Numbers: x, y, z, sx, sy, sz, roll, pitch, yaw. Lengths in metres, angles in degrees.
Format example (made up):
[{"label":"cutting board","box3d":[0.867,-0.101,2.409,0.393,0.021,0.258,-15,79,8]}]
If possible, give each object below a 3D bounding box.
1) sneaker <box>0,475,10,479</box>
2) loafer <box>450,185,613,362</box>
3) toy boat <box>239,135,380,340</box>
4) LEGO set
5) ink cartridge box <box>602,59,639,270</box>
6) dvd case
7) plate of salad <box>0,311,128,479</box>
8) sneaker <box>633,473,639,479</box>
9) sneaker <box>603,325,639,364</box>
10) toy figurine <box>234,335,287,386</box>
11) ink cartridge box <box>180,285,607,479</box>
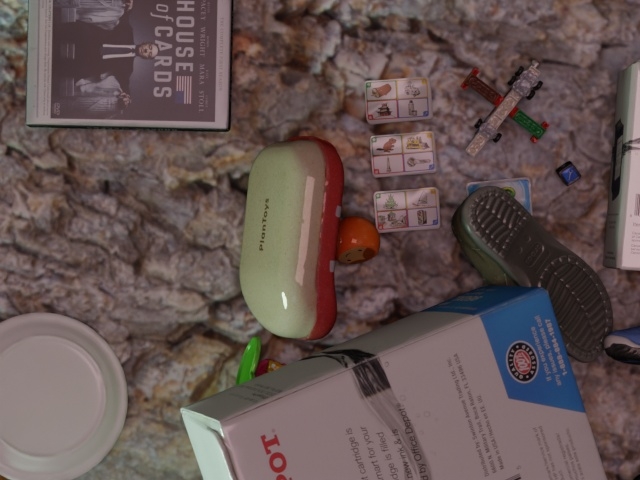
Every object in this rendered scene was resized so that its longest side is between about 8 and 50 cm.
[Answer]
[{"label":"sneaker","box3d":[-0.479,0.202,1.706,0.131,0.112,0.296,-38,97,28]},{"label":"loafer","box3d":[0.242,0.038,1.705,0.094,0.087,0.251,-44,103,-19]},{"label":"toy boat","box3d":[0.000,0.000,1.688,0.151,0.151,0.231,6,90,-29]},{"label":"LEGO set","box3d":[0.179,-0.111,1.730,0.244,0.060,0.182,-5,102,2]},{"label":"ink cartridge box","box3d":[0.424,-0.079,1.689,0.172,0.100,0.237,4,91,0]},{"label":"dvd case","box3d":[-0.223,-0.220,1.729,0.239,0.029,0.179,1,90,1]},{"label":"plate of salad","box3d":[-0.323,0.183,1.710,0.200,0.048,0.199,5,77,-20]},{"label":"sneaker","box3d":[0.430,0.322,1.687,0.293,0.102,0.146,-20,89,0]},{"label":"sneaker","box3d":[0.427,0.099,1.706,0.211,0.080,0.081,-8,83,-9]},{"label":"toy figurine","box3d":[-0.025,0.214,1.703,0.159,0.130,0.173,18,65,-13]},{"label":"ink cartridge box","box3d":[0.085,0.246,1.588,0.395,0.166,0.285,-20,97,-19]}]
